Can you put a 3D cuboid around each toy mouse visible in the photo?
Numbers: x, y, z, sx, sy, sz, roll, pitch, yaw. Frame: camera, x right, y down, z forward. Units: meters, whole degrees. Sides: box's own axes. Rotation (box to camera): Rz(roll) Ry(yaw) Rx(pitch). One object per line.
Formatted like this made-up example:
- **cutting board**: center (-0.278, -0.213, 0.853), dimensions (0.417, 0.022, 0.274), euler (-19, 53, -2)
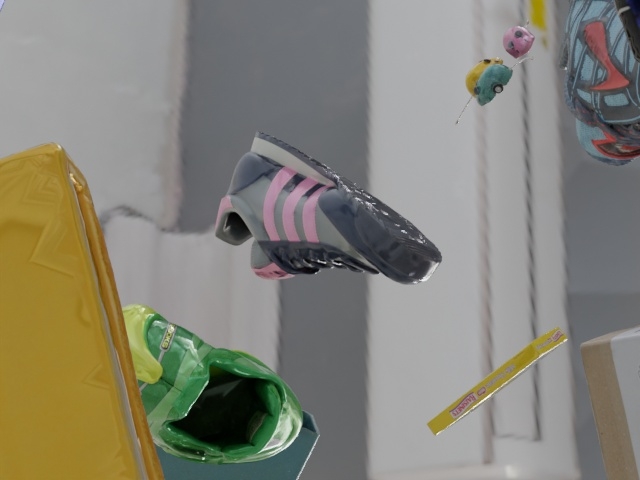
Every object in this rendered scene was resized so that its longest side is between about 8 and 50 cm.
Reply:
- **toy mouse**: center (0.227, -0.224, 1.786), dimensions (0.031, 0.143, 0.161), euler (37, -100, -11)

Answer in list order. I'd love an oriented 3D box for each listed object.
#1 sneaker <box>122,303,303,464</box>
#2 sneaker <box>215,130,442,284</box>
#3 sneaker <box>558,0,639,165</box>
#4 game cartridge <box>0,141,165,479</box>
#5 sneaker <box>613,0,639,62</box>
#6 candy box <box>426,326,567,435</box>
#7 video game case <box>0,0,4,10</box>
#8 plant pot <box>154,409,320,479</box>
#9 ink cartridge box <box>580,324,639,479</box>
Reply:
- **sneaker**: center (-0.083, 0.142, 1.145), dimensions (0.109, 0.123, 0.295), euler (-58, -27, -2)
- **sneaker**: center (0.000, 0.000, 1.403), dimensions (0.112, 0.319, 0.131), euler (30, -87, -34)
- **sneaker**: center (0.185, -0.084, 0.717), dimensions (0.104, 0.125, 0.262), euler (18, -157, -10)
- **game cartridge**: center (-0.219, 0.135, 0.565), dimensions (0.053, 0.323, 0.285), euler (67, -175, -65)
- **sneaker**: center (0.187, -0.104, 0.411), dimensions (0.315, 0.182, 0.127), euler (-5, -110, -38)
- **candy box**: center (0.243, 0.195, 1.962), dimensions (0.027, 0.206, 0.105), euler (53, -150, 9)
- **video game case**: center (-0.385, -0.359, 1.405), dimensions (0.269, 0.244, 0.061), euler (-65, -22, 7)
- **plant pot**: center (-0.124, 0.275, 1.549), dimensions (0.165, 0.166, 0.234), euler (-170, 102, -87)
- **ink cartridge box**: center (0.317, 0.143, 1.009), dimensions (0.088, 0.234, 0.193), euler (-8, -96, -45)
